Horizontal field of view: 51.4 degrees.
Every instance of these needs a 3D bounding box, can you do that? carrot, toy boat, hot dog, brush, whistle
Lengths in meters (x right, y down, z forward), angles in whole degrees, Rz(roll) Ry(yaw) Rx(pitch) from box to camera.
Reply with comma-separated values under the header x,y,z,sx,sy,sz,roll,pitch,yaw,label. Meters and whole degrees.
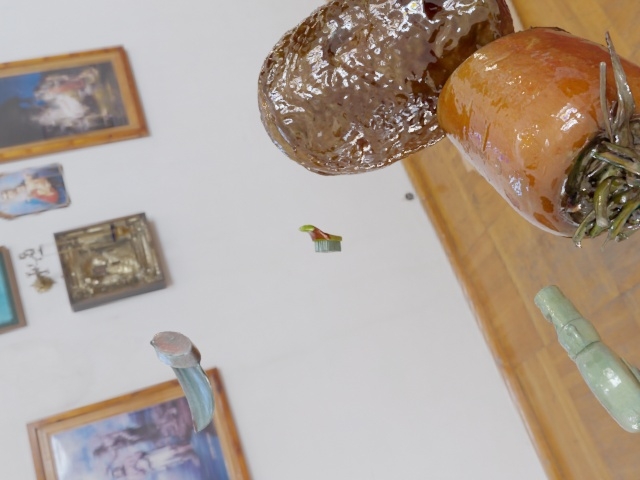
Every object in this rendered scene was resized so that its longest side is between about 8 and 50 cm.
x,y,z,sx,sy,sz,roll,pitch,yaw,label
0.278,-0.115,0.728,0.214,0.193,0.331,-61,31,30,carrot
-0.133,0.157,0.709,0.096,0.034,0.122,9,126,51,toy boat
0.091,-0.253,0.987,0.267,0.388,0.174,61,-164,0,hot dog
0.000,0.000,0.610,0.083,0.019,0.021,24,-117,-69,brush
0.384,0.162,0.924,0.126,0.067,0.258,38,-162,-41,whistle
